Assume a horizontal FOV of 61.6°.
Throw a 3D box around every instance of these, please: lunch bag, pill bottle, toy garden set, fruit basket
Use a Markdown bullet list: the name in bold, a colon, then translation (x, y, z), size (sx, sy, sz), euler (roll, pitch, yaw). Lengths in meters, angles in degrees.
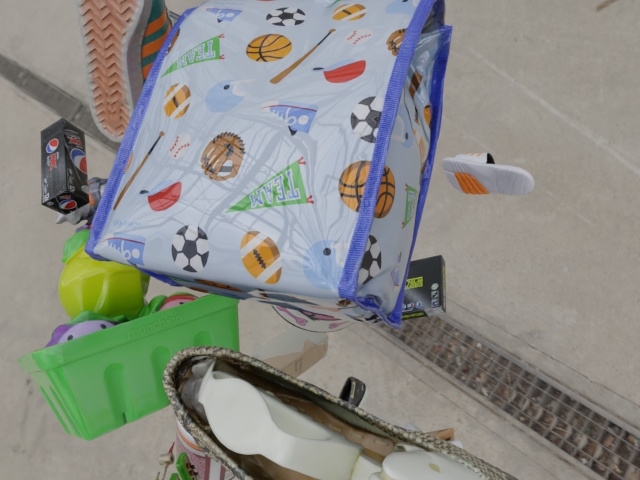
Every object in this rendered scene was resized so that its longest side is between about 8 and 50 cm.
- **lunch bag**: translation (-0.034, -0.118, 0.639), size (0.327, 0.239, 0.386), euler (7, 76, 21)
- **pill bottle**: translation (-0.333, 0.615, 1.660), size (0.224, 0.223, 0.392), euler (59, 148, 38)
- **toy garden set**: translation (-0.359, 0.617, 1.320), size (0.049, 0.204, 0.244), euler (-10, 24, 9)
- **fruit basket**: translation (-0.366, 0.133, 1.005), size (0.282, 0.391, 0.393), euler (-20, 55, 52)

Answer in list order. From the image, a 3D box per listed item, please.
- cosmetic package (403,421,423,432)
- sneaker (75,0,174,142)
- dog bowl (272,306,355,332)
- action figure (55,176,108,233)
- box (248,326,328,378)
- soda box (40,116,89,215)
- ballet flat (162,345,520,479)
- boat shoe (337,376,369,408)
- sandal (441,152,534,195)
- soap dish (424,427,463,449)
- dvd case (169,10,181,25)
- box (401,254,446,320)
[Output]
- **cosmetic package**: translation (0.371, 0.793, 1.656), size (0.230, 0.453, 0.161), euler (-48, 22, -1)
- **sneaker**: translation (-0.253, -0.291, 0.741), size (0.108, 0.121, 0.302), euler (25, 127, 10)
- **dog bowl**: translation (0.016, 0.082, 1.718), size (0.150, 0.407, 0.408), euler (130, 151, -67)
- **action figure**: translation (-0.467, -0.083, 1.270), size (0.341, 0.330, 0.179), euler (-10, 90, 44)
- **box**: translation (-0.126, 0.430, 1.965), size (0.311, 0.148, 0.121), euler (-32, 56, -27)
- **soda box**: translation (-0.456, -0.133, 0.956), size (0.060, 0.053, 0.169), euler (-25, 61, 14)
- **ballet flat**: translation (0.015, 0.226, 0.517), size (0.482, 0.182, 0.164), euler (18, 67, 33)
- **boat shoe**: translation (0.061, 0.503, 1.541), size (0.081, 0.068, 0.228), euler (-11, 48, 62)
- **sandal**: translation (0.419, -0.166, 1.320), size (0.076, 0.102, 0.265), euler (-40, 33, -23)
- **soap dish**: translation (0.197, 0.557, 1.119), size (0.118, 0.228, 0.291), euler (-2, 90, 48)
- **dvd case**: translation (-0.278, -0.424, 1.061), size (0.087, 0.119, 0.013), euler (-171, 101, -75)
- **box**: translation (0.271, 0.141, 1.569), size (0.190, 0.045, 0.184), euler (-14, 48, 27)
